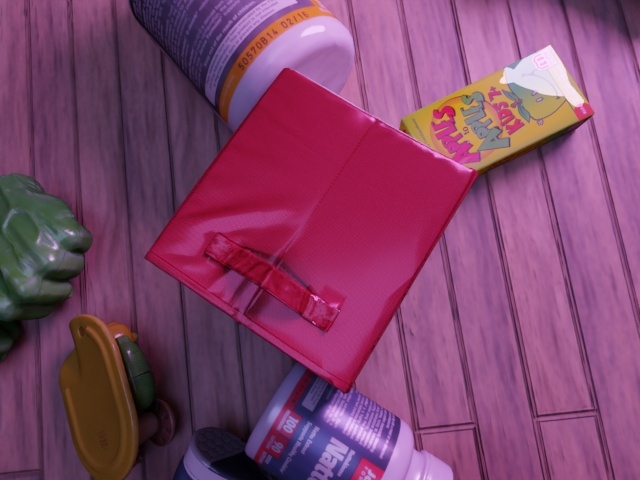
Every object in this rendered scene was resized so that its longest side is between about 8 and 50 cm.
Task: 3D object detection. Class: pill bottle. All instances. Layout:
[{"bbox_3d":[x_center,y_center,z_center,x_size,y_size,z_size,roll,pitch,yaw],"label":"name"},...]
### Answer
[{"bbox_3d":[0.029,0.207,0.422,0.180,0.108,0.107,29,86,9],"label":"pill bottle"},{"bbox_3d":[-0.107,-0.251,0.475,0.162,0.162,0.278,-40,80,-1],"label":"pill bottle"}]

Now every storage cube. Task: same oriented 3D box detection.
[{"bbox_3d":[0.000,0.000,0.406,0.184,0.215,0.193,32,80,10],"label":"storage cube"}]

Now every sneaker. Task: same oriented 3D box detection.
[{"bbox_3d":[-0.064,0.311,0.433,0.226,0.086,0.163,30,95,1],"label":"sneaker"}]

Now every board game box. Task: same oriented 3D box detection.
[{"bbox_3d":[0.192,-0.132,0.485,0.181,0.043,0.092,-26,80,2],"label":"board game box"}]

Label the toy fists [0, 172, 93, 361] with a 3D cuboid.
[{"bbox_3d":[-0.384,0.061,0.496,0.279,0.096,0.142,-43,70,0],"label":"toy fists"}]

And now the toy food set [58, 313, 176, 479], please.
[{"bbox_3d":[-0.216,0.184,0.477,0.128,0.071,0.217,-30,74,31],"label":"toy food set"}]
